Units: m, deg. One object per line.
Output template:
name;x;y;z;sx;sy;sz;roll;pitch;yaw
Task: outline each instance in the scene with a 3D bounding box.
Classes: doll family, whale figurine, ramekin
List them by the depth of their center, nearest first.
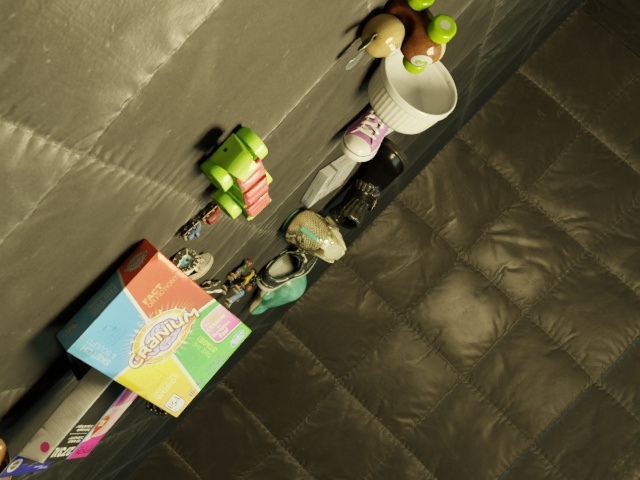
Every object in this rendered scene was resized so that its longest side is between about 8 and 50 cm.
ramekin;0.210;-0.352;1.566;0.207;0.207;0.109;-39;178;-39
doll family;-0.246;0.131;2.048;0.111;0.076;0.193;-44;177;-43
whale figurine;-0.160;0.202;2.538;0.272;0.141;0.216;-49;171;23

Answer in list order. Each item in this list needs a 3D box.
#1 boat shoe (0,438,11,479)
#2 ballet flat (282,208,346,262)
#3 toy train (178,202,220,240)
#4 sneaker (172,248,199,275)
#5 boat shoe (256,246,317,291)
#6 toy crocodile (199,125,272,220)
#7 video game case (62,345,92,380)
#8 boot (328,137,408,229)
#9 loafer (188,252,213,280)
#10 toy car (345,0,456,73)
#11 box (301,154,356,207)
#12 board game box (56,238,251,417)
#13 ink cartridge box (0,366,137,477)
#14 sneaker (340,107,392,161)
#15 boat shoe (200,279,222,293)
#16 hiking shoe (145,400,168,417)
boat shoe;-0.709;0.509;1.403;0.116;0.123;0.324;-42;172;-39
ballet flat;0.000;0.000;2.225;0.164;0.182;0.483;-52;171;3
toy train;-0.230;-0.052;1.367;0.158;0.036;0.027;-43;171;-18
sneaker;-0.333;0.088;1.442;0.162;0.063;0.073;-39;174;-33
boat shoe;-0.100;0.086;2.384;0.302;0.114;0.091;-40;175;-41
toy crocodile;-0.143;-0.110;1.245;0.115;0.105;0.340;-44;167;-13
video game case;-0.420;0.203;1.414;0.248;0.035;0.275;-23;163;-23
boot;0.162;-0.183;2.267;0.260;0.131;0.348;-49;173;-17
loafer;-0.306;0.071;1.560;0.125;0.045;0.039;-40;163;-19
toy car;0.139;-0.389;1.291;0.188;0.149;0.155;-31;177;-20
box;0.033;-0.190;1.993;0.186;0.038;0.145;-37;168;-42
board game box;-0.315;0.183;1.300;0.242;0.064;0.316;-49;134;-9
ink cartridge box;-0.494;0.367;1.396;0.371;0.069;0.176;-48;164;-4
sneaker;0.153;-0.333;1.744;0.282;0.102;0.161;-53;175;-41
boat shoe;-0.309;0.129;1.826;0.046;0.038;0.125;-5;178;19
hiking shoe;-0.528;0.468;2.237;0.132;0.113;0.304;-84;-162;-50
